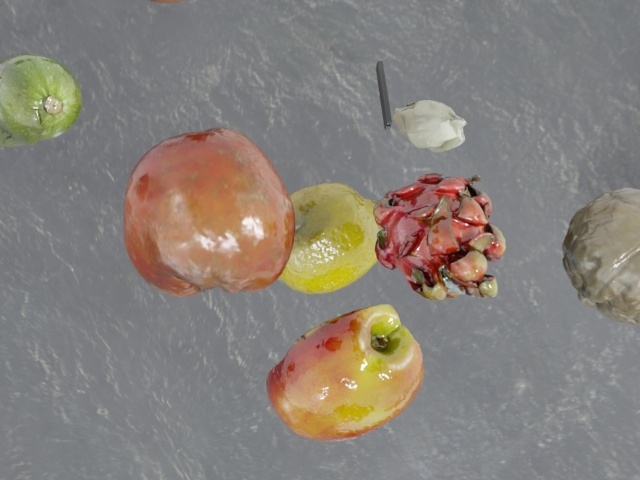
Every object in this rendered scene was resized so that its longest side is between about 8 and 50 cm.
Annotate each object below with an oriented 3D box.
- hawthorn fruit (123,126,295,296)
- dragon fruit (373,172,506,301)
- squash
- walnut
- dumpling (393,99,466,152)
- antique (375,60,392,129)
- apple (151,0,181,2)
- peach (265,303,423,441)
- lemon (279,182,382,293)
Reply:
[{"bbox_3d":[-0.178,-0.034,1.092,0.284,0.284,0.284,3,73,-11],"label":"hawthorn fruit"},{"bbox_3d":[0.219,-0.006,1.302,0.228,0.307,0.243,-13,88,-4],"label":"dragon fruit"},{"bbox_3d":[-0.322,-0.146,0.741,0.095,0.341,0.094,-3,96,-31],"label":"squash"},{"bbox_3d":[0.401,0.025,0.904,0.178,0.230,0.178,-4,68,9],"label":"walnut"},{"bbox_3d":[0.280,-0.283,1.771,0.199,0.136,0.118,14,44,36],"label":"dumpling"},{"bbox_3d":[0.154,-0.353,1.688,0.015,0.031,0.192,0,62,-10],"label":"antique"},{"bbox_3d":[-0.293,-0.598,1.382,0.241,0.242,0.242,-26,80,-11],"label":"apple"},{"bbox_3d":[0.045,0.335,1.607,0.306,0.380,0.242,-14,69,-30],"label":"peach"},{"bbox_3d":[0.000,0.000,1.597,0.310,0.253,0.253,-26,78,13],"label":"lemon"}]
